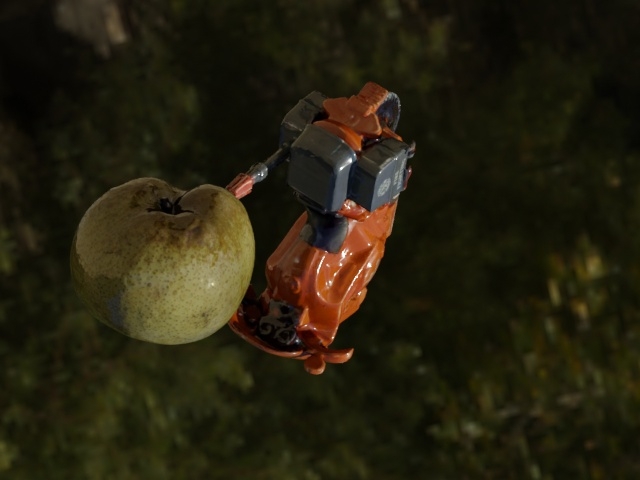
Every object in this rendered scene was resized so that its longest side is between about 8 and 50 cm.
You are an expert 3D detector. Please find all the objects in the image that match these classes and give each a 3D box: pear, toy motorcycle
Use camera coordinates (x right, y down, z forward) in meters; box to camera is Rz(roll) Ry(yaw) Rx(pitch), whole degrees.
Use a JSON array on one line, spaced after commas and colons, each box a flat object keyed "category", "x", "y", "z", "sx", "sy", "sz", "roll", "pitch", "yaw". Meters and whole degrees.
[{"category": "pear", "x": -0.145, "y": 0.016, "z": 1.787, "sx": 0.167, "sy": 0.137, "sz": 0.167, "roll": 4, "pitch": -145, "yaw": -3}, {"category": "toy motorcycle", "x": 0.000, "y": 0.000, "z": 1.964, "sx": 0.147, "sy": 0.326, "sz": 0.221, "roll": 30, "pitch": -132, "yaw": 22}]
